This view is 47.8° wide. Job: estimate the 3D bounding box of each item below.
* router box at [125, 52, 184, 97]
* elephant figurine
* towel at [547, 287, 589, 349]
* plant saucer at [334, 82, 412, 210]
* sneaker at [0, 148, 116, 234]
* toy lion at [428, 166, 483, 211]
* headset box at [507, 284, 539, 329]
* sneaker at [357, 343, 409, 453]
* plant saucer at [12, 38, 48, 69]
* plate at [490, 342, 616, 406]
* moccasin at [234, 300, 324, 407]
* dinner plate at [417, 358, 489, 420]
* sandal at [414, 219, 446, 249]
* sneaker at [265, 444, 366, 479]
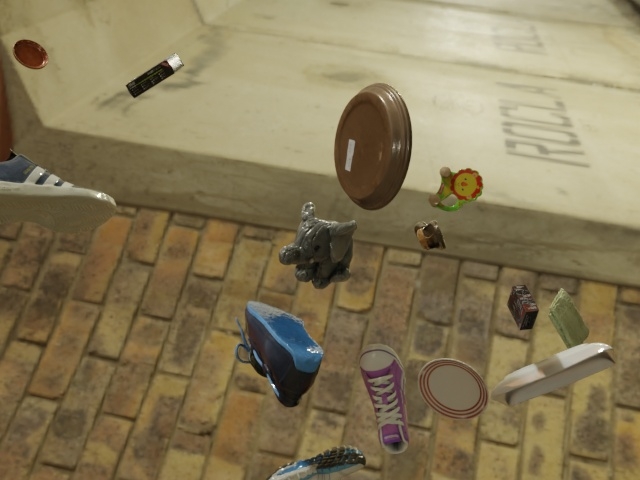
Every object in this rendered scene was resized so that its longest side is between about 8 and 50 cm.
[{"bbox_3d":[-0.389,-0.389,1.701,0.038,0.122,0.092,58,-165,-19],"label":"router box"},{"bbox_3d":[0.000,0.000,1.592,0.239,0.169,0.186,75,-173,-63],"label":"elephant figurine"},{"bbox_3d":[0.617,0.202,1.795,0.110,0.027,0.148,-42,-74,-43],"label":"towel"},{"bbox_3d":[0.104,-0.204,1.574,0.278,0.041,0.278,1,91,61],"label":"plant saucer"},{"bbox_3d":[-0.580,-0.110,1.484,0.131,0.148,0.350,-42,-26,22],"label":"sneaker"},{"bbox_3d":[0.283,-0.104,1.487,0.100,0.096,0.034,-68,-18,-3],"label":"toy lion"},{"bbox_3d":[0.432,0.146,1.540,0.083,0.032,0.062,-104,12,-45],"label":"headset box"},{"bbox_3d":[0.161,0.382,1.693,0.161,0.102,0.282,-91,-16,-56],"label":"sneaker"},{"bbox_3d":[-0.700,-0.447,1.743,0.013,0.083,0.083,-37,26,43],"label":"plant saucer"},{"bbox_3d":[0.530,0.302,1.647,0.277,0.278,0.045,35,-148,-61],"label":"plate"},{"bbox_3d":[-0.094,0.199,1.333,0.342,0.137,0.117,-137,65,-76],"label":"moccasin"},{"bbox_3d":[0.258,0.286,1.398,0.017,0.141,0.141,-40,-39,-54],"label":"dinner plate"},{"bbox_3d":[0.300,-0.012,2.054,0.090,0.060,0.219,66,172,-11],"label":"sandal"},{"bbox_3d":[0.002,0.418,1.259,0.083,0.190,0.071,64,-156,-4],"label":"sneaker"}]
